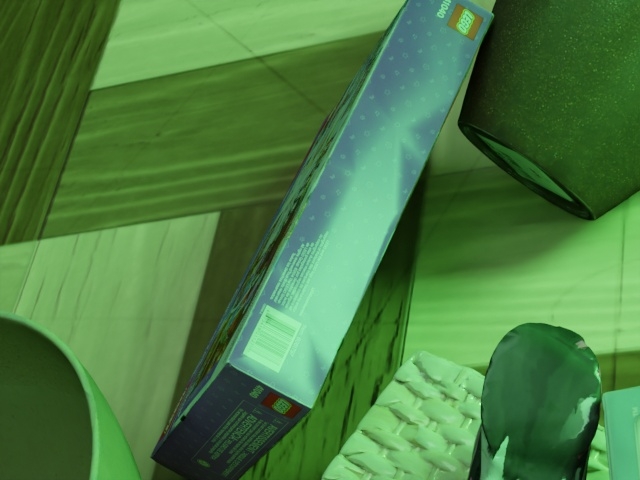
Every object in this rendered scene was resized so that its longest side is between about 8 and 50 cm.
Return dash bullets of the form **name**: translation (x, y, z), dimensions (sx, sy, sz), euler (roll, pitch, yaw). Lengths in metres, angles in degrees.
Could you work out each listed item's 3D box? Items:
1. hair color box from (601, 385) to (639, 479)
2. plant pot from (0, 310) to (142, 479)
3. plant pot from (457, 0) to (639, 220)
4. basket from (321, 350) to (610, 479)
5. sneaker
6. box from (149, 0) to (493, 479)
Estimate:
- **hair color box**: translation (0.328, 0.120, 0.627), dimensions (0.374, 0.185, 0.113), euler (-13, 47, 20)
- **plant pot**: translation (-0.205, 0.209, 0.850), dimensions (0.284, 0.191, 0.284), euler (-16, 45, 17)
- **plant pot**: translation (0.197, -0.135, 0.941), dimensions (0.230, 0.215, 0.215), euler (-54, 45, -1)
- **basket**: translation (0.095, 0.146, 0.797), dimensions (0.167, 0.103, 0.113), euler (20, 64, 40)
- **sneaker**: translation (0.095, 0.133, 0.690), dimensions (0.072, 0.077, 0.178), euler (17, 77, 13)
- **box**: translation (0.000, 0.000, 0.928), dimensions (0.057, 0.201, 0.293), euler (29, 62, -5)
